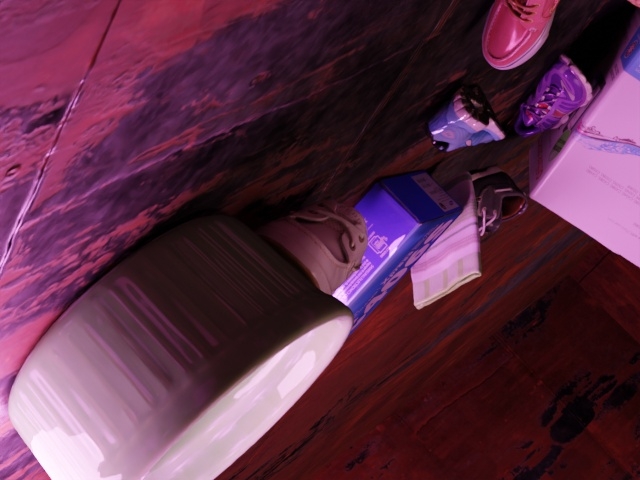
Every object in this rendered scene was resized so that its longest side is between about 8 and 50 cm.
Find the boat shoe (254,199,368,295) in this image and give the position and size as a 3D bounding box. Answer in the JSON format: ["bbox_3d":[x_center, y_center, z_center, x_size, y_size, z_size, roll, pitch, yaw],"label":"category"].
[{"bbox_3d":[0.000,0.000,1.397,0.096,0.098,0.277,-44,176,-1],"label":"boat shoe"}]

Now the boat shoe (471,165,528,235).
[{"bbox_3d":[0.223,-0.047,1.964,0.084,0.079,0.233,-50,165,31],"label":"boat shoe"}]

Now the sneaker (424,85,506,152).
[{"bbox_3d":[0.156,-0.133,1.560,0.073,0.063,0.162,-29,168,18],"label":"sneaker"}]

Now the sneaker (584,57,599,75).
[{"bbox_3d":[0.468,-0.224,1.994,0.343,0.146,0.134,-46,167,13],"label":"sneaker"}]

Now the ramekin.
[{"bbox_3d":[-0.129,0.117,1.237,0.303,0.148,0.303,-41,167,-11],"label":"ramekin"}]

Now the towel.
[{"bbox_3d":[0.149,-0.002,1.722,0.023,0.152,0.113,25,137,-33],"label":"towel"}]

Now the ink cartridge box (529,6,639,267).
[{"bbox_3d":[0.434,-0.141,1.863,0.270,0.197,0.198,-56,-174,23],"label":"ink cartridge box"}]

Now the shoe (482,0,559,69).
[{"bbox_3d":[0.193,-0.234,1.311,0.081,0.063,0.178,-24,151,-53],"label":"shoe"}]

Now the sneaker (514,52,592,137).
[{"bbox_3d":[0.297,-0.177,1.801,0.071,0.068,0.170,-33,165,-21],"label":"sneaker"}]

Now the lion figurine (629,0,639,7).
[{"bbox_3d":[0.345,-0.339,1.253,0.240,0.142,0.392,-48,166,10],"label":"lion figurine"}]

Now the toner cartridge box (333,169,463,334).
[{"bbox_3d":[0.015,0.068,1.691,0.348,0.075,0.165,-49,166,21],"label":"toner cartridge box"}]
